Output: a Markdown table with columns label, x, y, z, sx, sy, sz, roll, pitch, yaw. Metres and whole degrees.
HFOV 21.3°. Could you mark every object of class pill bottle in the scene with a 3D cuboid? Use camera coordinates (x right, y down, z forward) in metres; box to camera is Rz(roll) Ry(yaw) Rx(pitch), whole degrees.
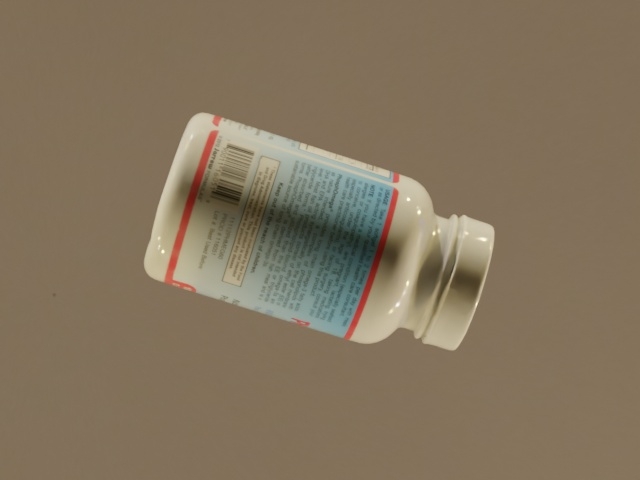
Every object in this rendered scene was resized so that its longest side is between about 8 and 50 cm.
| label | x | y | z | sx | sy | sz | roll | pitch | yaw |
| --- | --- | --- | --- | --- | --- | --- | --- | --- | --- |
| pill bottle | 0.000 | 0.000 | 0.842 | 0.160 | 0.087 | 0.087 | 18 | -94 | -2 |
